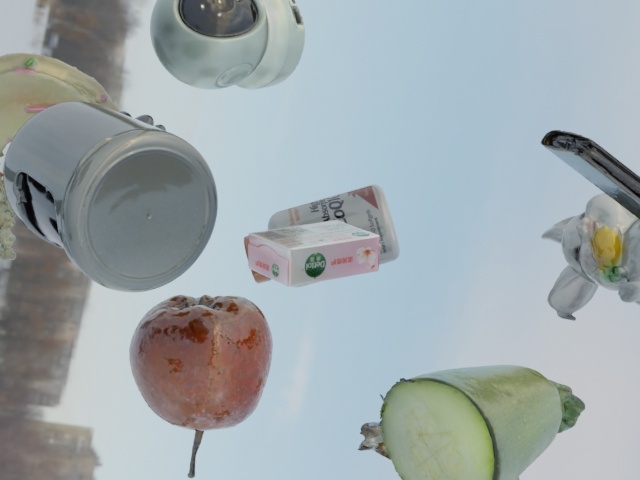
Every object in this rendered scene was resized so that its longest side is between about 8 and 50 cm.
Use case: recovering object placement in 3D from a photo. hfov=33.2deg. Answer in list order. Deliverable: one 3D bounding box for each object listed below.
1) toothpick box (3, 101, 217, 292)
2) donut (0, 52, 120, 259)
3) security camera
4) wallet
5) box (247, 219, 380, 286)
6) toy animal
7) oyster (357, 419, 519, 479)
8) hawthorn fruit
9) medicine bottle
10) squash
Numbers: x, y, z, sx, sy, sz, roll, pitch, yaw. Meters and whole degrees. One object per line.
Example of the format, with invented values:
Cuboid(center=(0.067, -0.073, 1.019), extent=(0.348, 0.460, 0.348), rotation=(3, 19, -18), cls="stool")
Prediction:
Cuboid(center=(-0.291, -0.082, 1.438), extent=(0.316, 0.229, 0.229), rotation=(27, -73, 51), cls="toothpick box")
Cuboid(center=(-0.542, -0.169, 1.897), extent=(0.371, 0.307, 0.150), rotation=(-40, -157, -3), cls="donut")
Cuboid(center=(-0.164, -0.332, 1.713), extent=(0.195, 0.236, 0.194), rotation=(9, -77, 41), cls="security camera")
Cuboid(center=(0.377, -0.072, 1.355), extent=(0.031, 0.198, 0.110), rotation=(-56, -163, 2), cls="wallet")
Cuboid(center=(-0.007, 0.013, 1.201), extent=(0.089, 0.125, 0.043), rotation=(22, -64, 54), cls="box")
Cuboid(center=(0.472, 0.022, 1.677), extent=(0.325, 0.154, 0.208), rotation=(144, -52, -64), cls="toy animal")
Cuboid(center=(0.243, 0.392, 1.957), extent=(0.221, 0.361, 0.096), rotation=(149, -39, -76), cls="oyster")
Cuboid(center=(-0.177, 0.197, 1.719), extent=(0.263, 0.231, 0.235), rotation=(53, -23, 5), cls="hawthorn fruit")
Cuboid(center=(0.000, 0.000, 2.096), extent=(0.157, 0.289, 0.157), rotation=(-16, 90, -88), cls="medicine bottle")
Cuboid(center=(0.155, 0.170, 1.005), extent=(0.287, 0.137, 0.137), rotation=(-5, 111, -61), cls="squash")
